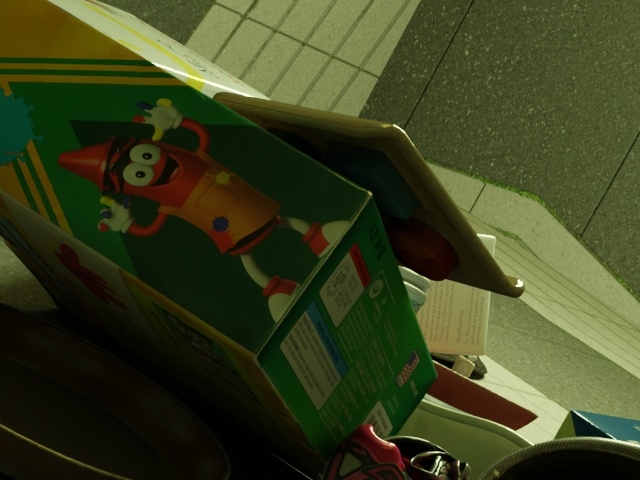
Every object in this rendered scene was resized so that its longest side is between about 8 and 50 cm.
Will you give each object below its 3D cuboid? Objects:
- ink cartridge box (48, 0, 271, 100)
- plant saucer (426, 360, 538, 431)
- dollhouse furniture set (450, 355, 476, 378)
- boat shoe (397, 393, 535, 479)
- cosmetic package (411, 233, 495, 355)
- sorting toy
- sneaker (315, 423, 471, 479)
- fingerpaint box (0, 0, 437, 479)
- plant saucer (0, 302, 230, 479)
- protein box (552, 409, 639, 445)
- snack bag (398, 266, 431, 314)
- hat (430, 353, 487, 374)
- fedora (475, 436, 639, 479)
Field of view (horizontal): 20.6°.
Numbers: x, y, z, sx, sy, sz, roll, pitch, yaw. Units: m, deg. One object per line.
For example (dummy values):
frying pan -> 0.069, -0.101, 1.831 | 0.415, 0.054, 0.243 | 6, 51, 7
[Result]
ink cartridge box -> -0.285, -0.190, 2.056 | 0.279, 0.160, 0.385 | 34, 11, 33
plant saucer -> 0.090, 0.159, 1.969 | 0.258, 0.047, 0.259 | 27, -10, -6
dollhouse furniture set -> 0.135, 0.155, 2.200 | 0.114, 0.081, 0.091 | 34, 11, 33
boat shoe -> 0.151, 0.225, 1.768 | 0.319, 0.116, 0.099 | 26, 7, 29
cosmetic package -> 0.095, 0.059, 2.163 | 0.184, 0.151, 0.151 | 8, -4, -26
sorting toy -> 0.004, -0.040, 1.459 | 0.307, 0.041, 0.229 | 15, -24, 48
sneaker -> 0.100, 0.235, 1.566 | 0.121, 0.112, 0.299 | 34, 10, 33
fingerpaint box -> -0.111, 0.013, 1.519 | 0.371, 0.163, 0.445 | 31, -13, 21
plant saucer -> -0.218, 0.131, 1.394 | 0.311, 0.050, 0.310 | 27, 10, -5
protein box -> 0.358, 0.296, 1.913 | 0.200, 0.136, 0.201 | 34, 11, 34
snack bag -> -0.059, 0.008, 1.840 | 0.343, 0.037, 0.323 | 27, -12, 0
hat -> 0.123, 0.062, 2.528 | 0.331, 0.134, 0.331 | 28, 10, -5
fedora -> 0.237, 0.290, 1.466 | 0.275, 0.244, 0.124 | 23, -38, 33
